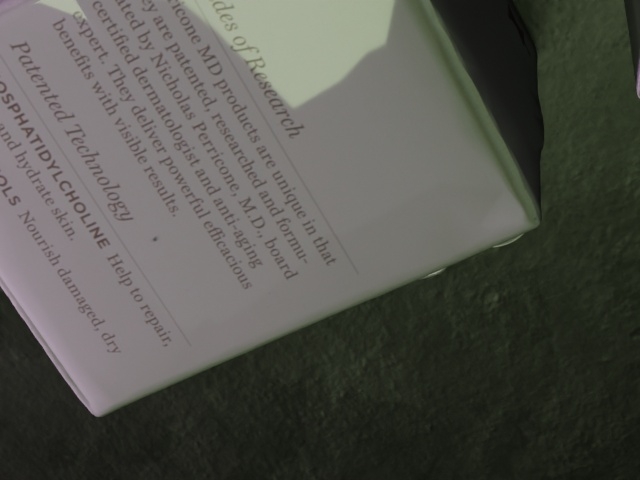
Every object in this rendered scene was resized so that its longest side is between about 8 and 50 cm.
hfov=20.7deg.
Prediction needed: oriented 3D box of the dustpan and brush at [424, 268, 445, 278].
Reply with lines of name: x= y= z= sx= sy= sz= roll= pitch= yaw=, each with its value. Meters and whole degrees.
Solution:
dustpan and brush: x=0.000 y=0.000 z=1.578 sx=0.211 sy=0.060 sz=0.147 roll=4 pitch=150 yaw=24

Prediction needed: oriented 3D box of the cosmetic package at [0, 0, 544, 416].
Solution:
cosmetic package: x=-0.068 y=-0.134 z=1.378 sx=0.394 sy=0.329 sz=0.327 roll=-25 pitch=112 yaw=17

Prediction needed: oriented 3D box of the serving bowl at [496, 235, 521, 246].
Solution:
serving bowl: x=0.151 y=-0.036 z=1.573 sx=0.083 sy=0.027 sz=0.083 roll=2 pitch=117 yaw=5

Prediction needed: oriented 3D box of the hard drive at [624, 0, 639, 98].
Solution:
hard drive: x=0.334 y=-0.171 z=1.323 sx=0.203 sy=0.307 sz=0.040 roll=6 pitch=119 yaw=4
